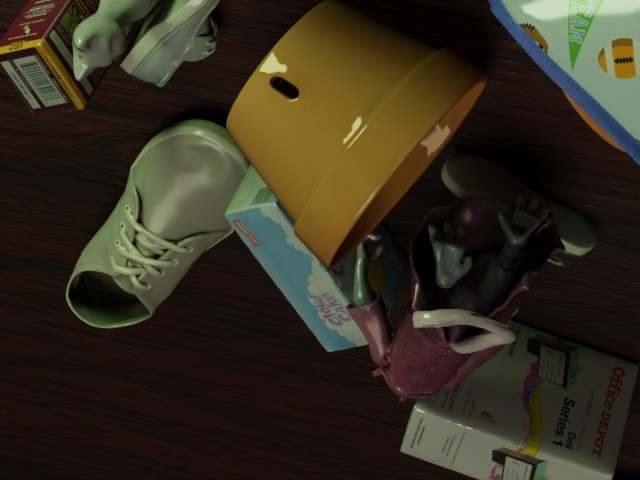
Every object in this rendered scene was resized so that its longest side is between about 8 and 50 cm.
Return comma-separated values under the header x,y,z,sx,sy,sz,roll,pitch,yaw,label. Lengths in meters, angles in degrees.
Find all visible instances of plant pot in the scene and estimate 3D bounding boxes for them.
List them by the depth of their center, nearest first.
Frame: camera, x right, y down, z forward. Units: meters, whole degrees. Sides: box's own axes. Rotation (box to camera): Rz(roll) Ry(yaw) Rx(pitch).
x,y,z,sx,sy,sz,roll,pitch,yaw,label
0.027,-0.141,1.929,0.203,0.291,0.291,39,139,6,plant pot

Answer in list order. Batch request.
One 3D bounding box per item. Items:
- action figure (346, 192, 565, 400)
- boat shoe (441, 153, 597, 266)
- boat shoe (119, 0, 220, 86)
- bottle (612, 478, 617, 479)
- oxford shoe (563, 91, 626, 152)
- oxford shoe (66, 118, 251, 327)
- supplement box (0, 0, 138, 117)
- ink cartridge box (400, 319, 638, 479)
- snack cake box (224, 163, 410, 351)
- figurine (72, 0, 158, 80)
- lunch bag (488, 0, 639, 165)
x,y,z,sx,sy,sz,roll,pitch,yaw,label
0.164,0.109,2.029,0.248,0.276,0.370,12,138,-14,action figure
0.239,-0.030,2.081,0.219,0.078,0.070,29,138,-10,boat shoe
-0.166,-0.258,2.032,0.081,0.079,0.227,31,145,-19,boat shoe
0.396,0.400,2.456,0.283,0.092,0.118,2,134,23,bottle
0.314,-0.246,1.783,0.132,0.130,0.364,-12,128,27,oxford shoe
-0.227,-0.007,2.284,0.169,0.130,0.449,34,137,-10,oxford shoe
-0.305,-0.252,2.008,0.081,0.188,0.104,-6,131,31,supplement box
0.273,0.228,2.244,0.278,0.201,0.117,19,140,5,ink cartridge box
0.000,0.000,2.165,0.089,0.152,0.264,-12,129,35,snack cake box
-0.233,-0.311,1.896,0.092,0.209,0.215,19,139,5,figurine
0.378,-0.244,1.578,0.385,0.239,0.328,46,113,20,lunch bag
